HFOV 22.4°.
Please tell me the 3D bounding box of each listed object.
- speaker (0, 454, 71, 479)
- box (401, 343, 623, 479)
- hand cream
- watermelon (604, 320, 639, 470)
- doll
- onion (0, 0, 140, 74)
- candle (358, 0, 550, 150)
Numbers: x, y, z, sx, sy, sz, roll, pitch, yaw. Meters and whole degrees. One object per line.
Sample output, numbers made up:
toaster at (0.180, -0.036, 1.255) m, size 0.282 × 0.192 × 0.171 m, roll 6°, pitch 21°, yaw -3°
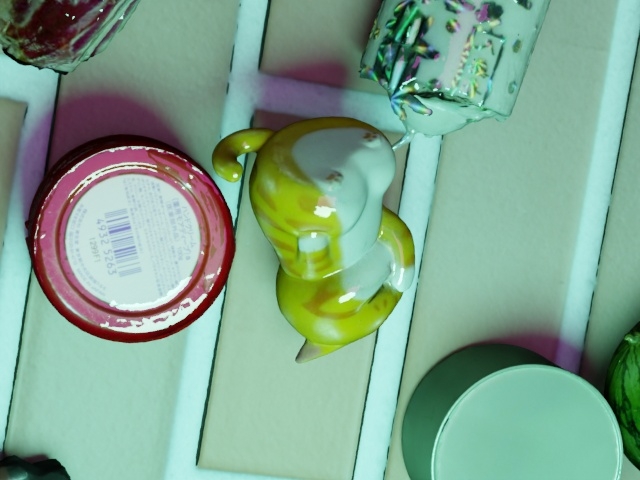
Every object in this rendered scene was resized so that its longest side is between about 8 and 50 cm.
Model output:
speaker at (-0.445, 0.290, 1.758) m, size 0.329 × 0.198 × 0.259 m, roll -26°, pitch 83°, yaw -20°
box at (0.217, 0.239, 1.869) m, size 0.226 × 0.149 × 0.226 m, roll -1°, pitch 97°, yaw -11°
hand cream at (-0.208, -0.004, 1.757) m, size 0.230 × 0.149 × 0.230 m, roll -1°, pitch 96°, yaw -8°
watermelon at (0.449, 0.178, 1.865) m, size 0.242 × 0.242 × 0.242 m, roll -1°, pitch 97°, yaw -11°
doll at (0.011, -0.006, 1.746) m, size 0.167 × 0.162 × 0.269 m, roll -41°, pitch 126°, yaw -36°
onion at (-0.275, -0.348, 1.705) m, size 0.280 × 0.146 × 0.314 m, roll 41°, pitch 92°, yaw -9°
candle at (0.139, -0.211, 1.785) m, size 0.187 × 0.187 × 0.330 m, roll 18°, pitch 95°, yaw -13°
